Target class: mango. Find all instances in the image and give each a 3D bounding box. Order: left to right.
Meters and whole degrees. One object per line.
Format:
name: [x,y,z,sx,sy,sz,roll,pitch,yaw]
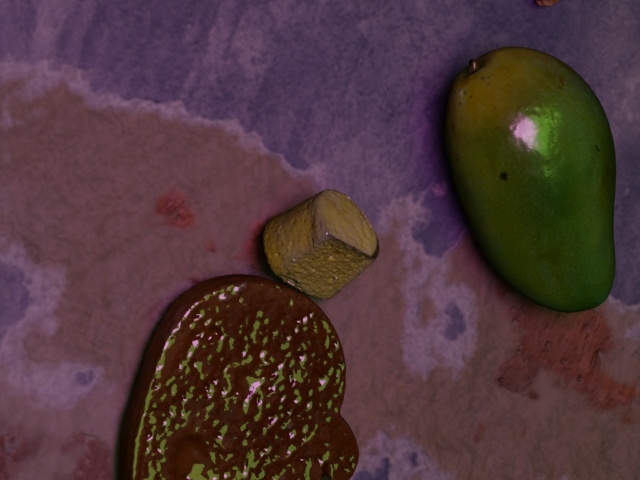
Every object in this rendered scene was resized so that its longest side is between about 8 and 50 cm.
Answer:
mango: [0.297,-0.080,1.903,0.225,0.201,0.382,-30,104,-31]

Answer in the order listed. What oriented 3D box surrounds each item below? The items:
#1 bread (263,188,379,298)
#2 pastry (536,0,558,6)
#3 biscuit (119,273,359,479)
bread: [0.000,0.000,1.811,0.129,0.114,0.111,23,49,-38]
pastry: [0.313,-0.459,1.964,0.154,0.102,0.250,-33,105,-9]
biscuit: [-0.092,0.233,1.805,0.314,0.063,0.367,20,81,-25]
